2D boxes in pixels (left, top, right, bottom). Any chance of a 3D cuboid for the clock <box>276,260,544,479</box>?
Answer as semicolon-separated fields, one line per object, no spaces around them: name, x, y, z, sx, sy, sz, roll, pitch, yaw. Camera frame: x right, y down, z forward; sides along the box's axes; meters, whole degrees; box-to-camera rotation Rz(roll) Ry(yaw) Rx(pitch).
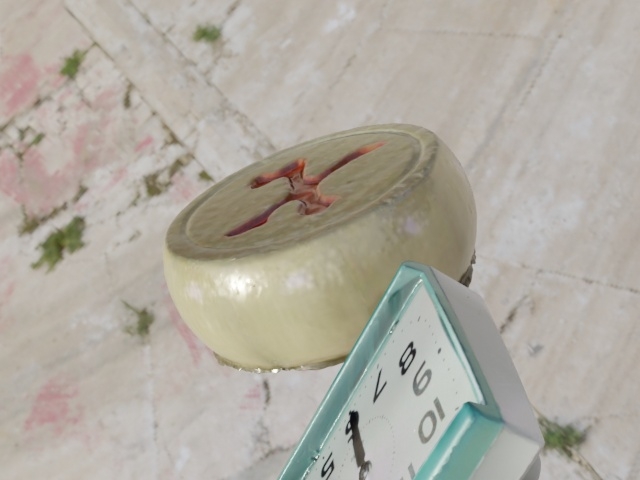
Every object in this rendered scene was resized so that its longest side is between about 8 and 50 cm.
clock;0.066;0.181;0.776;0.262;0.116;0.231;-62;17;19

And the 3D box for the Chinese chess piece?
Chinese chess piece;0.000;0.000;1.109;0.338;0.141;0.338;-17;23;8
